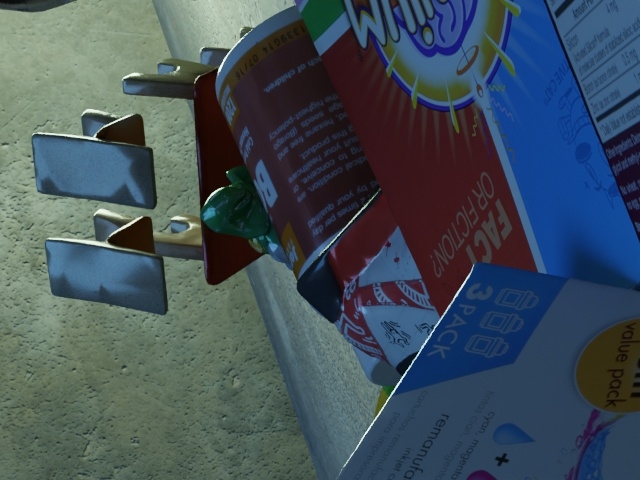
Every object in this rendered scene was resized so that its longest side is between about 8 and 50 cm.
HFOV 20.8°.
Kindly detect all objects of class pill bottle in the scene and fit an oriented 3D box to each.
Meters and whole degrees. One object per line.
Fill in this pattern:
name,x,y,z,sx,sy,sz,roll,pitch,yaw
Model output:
pill bottle,0.028,-0.028,1.037,0.121,0.121,0.216,84,163,-66

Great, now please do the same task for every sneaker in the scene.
sneaker,0.095,0.007,0.835,0.145,0.090,0.270,41,150,0

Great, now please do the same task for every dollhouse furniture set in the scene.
dollhouse furniture set,-0.063,-0.100,1.186,0.262,0.135,0.259,-36,-51,-53

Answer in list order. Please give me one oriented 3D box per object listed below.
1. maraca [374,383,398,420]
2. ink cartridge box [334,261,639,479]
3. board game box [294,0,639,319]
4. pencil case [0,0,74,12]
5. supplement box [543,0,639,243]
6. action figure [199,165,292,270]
maraca,0.078,0.119,1.113,0.185,0.099,0.127,51,-165,-42
ink cartridge box,0.102,0.074,0.482,0.181,0.104,0.061,11,145,39
board game box,0.056,-0.116,0.603,0.242,0.064,0.316,113,136,-63
pencil case,-0.210,-0.363,1.277,0.183,0.160,0.410,61,-158,-60
supplement box,0.127,-0.014,0.377,0.081,0.104,0.188,127,122,-83
action figure,0.000,0.000,1.161,0.232,0.063,0.137,22,-156,-52
